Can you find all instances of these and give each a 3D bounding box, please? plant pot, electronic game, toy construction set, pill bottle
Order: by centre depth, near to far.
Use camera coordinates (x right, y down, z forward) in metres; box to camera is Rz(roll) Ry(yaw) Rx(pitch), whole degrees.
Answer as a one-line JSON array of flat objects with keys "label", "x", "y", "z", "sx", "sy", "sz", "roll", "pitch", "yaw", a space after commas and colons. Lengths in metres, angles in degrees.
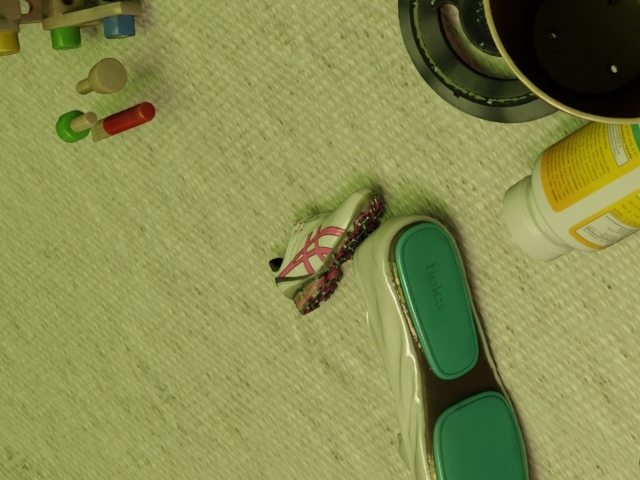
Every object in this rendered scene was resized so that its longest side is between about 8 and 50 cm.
[{"label": "plant pot", "x": 0.257, "y": -0.205, "z": 1.730, "sx": 0.237, "sy": 0.254, "sz": 0.237, "roll": 0, "pitch": 85, "yaw": 1}, {"label": "pill bottle", "x": 0.282, "y": -0.059, "z": 1.877, "sx": 0.208, "sy": 0.117, "sz": 0.117, "roll": -33, "pitch": 86, "yaw": 39}, {"label": "electronic game", "x": 0.184, "y": -0.230, "z": 1.929, "sx": 0.229, "sy": 0.048, "sz": 0.229, "roll": 9, "pitch": 111, "yaw": 25}, {"label": "toy construction set", "x": -0.342, "y": -0.241, "z": 2.236, "sx": 0.237, "sy": 0.257, "sz": 0.309, "roll": -15, "pitch": 108, "yaw": 56}]

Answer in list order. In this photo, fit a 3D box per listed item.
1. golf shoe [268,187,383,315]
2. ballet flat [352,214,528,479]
[{"label": "golf shoe", "x": 0.000, "y": 0.000, "z": 2.140, "sx": 0.086, "sy": 0.067, "sz": 0.186, "roll": 47, "pitch": 128, "yaw": 15}, {"label": "ballet flat", "x": 0.126, "y": 0.166, "z": 2.087, "sx": 0.139, "sy": 0.139, "sz": 0.400, "roll": -12, "pitch": 95, "yaw": 39}]
